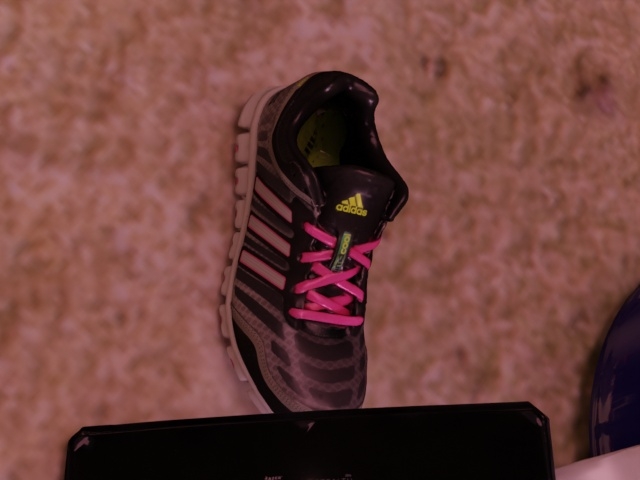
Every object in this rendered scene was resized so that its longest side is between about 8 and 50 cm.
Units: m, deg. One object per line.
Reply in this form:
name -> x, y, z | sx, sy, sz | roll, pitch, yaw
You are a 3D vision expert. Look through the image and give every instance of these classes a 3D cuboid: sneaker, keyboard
sneaker -> 0.000, 0.000, 0.683 | 0.063, 0.075, 0.170 | 11, 65, -28
keyboard -> -0.003, 0.117, 0.619 | 0.192, 0.038, 0.100 | -3, 63, 2

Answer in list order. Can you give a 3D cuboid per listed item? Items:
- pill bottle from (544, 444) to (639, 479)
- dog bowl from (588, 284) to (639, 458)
pill bottle -> 0.132, 0.205, 0.644 | 0.131, 0.131, 0.229 | -7, 73, -34
dog bowl -> 0.262, 0.111, 0.777 | 0.265, 0.104, 0.264 | 15, 62, -30
